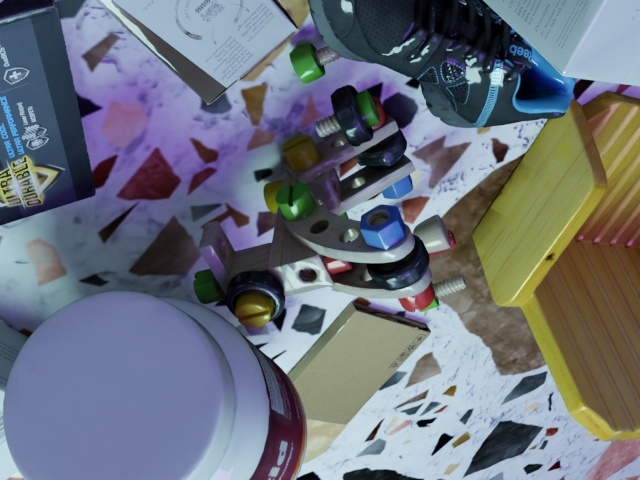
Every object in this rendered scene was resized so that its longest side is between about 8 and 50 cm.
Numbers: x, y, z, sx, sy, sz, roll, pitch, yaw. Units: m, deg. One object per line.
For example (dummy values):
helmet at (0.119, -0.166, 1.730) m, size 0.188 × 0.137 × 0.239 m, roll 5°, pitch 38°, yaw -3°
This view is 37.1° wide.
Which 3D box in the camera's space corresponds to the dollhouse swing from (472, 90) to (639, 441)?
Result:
dollhouse swing at (0.433, 0.038, 1.225) m, size 0.346 × 0.305 × 0.315 m, roll 6°, pitch 127°, yaw -36°

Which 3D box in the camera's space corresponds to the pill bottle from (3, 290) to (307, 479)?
pill bottle at (-0.146, 0.183, 0.963) m, size 0.224 × 0.224 × 0.392 m, roll -31°, pitch 163°, yaw -1°

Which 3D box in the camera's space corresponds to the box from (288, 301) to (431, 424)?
box at (0.039, 0.176, 1.329) m, size 0.164 × 0.021 × 0.201 m, roll 20°, pitch 118°, yaw -43°

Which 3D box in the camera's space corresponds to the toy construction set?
toy construction set at (0.000, 0.000, 1.009) m, size 0.237 × 0.257 × 0.309 m, roll -22°, pitch 151°, yaw 14°

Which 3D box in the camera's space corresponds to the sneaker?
sneaker at (0.121, -0.201, 0.888) m, size 0.341 × 0.139 × 0.125 m, roll 20°, pitch 83°, yaw -50°

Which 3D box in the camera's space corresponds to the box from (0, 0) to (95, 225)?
box at (-0.332, -0.075, 0.720) m, size 0.293 × 0.073 × 0.295 m, roll -21°, pitch 162°, yaw -17°

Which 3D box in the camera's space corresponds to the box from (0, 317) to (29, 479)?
box at (-0.387, 0.169, 0.971) m, size 0.182 × 0.119 × 0.181 m, roll -37°, pitch 140°, yaw 7°

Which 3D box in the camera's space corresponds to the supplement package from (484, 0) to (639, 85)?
supplement package at (0.243, -0.284, 0.806) m, size 0.198 × 0.263 × 0.199 m, roll 0°, pitch 131°, yaw -33°

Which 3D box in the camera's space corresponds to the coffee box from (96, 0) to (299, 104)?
coffee box at (-0.140, -0.232, 0.709) m, size 0.098 × 0.141 × 0.246 m, roll -39°, pitch 139°, yaw 8°
